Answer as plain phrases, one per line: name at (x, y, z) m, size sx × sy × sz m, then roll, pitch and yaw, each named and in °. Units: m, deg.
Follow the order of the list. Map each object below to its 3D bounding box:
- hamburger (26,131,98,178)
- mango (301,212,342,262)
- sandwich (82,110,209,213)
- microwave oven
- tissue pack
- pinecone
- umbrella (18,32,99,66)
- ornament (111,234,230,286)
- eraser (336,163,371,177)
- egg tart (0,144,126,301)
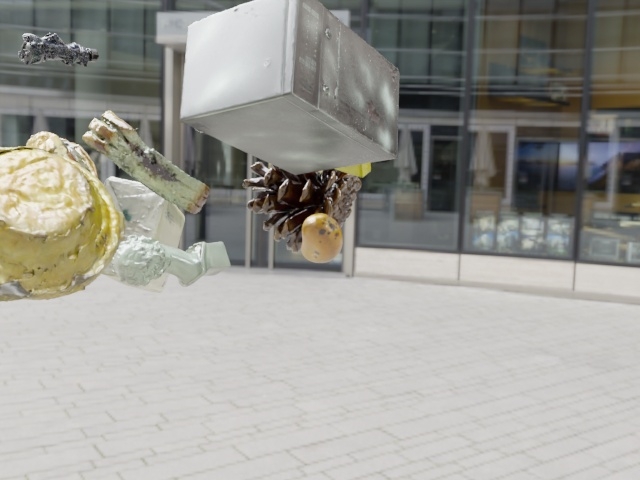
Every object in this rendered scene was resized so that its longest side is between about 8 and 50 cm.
hamburger at (-0.719, -0.146, 1.927) m, size 0.209 × 0.329 × 0.162 m, roll -8°, pitch -11°, yaw 38°
mango at (0.003, 0.001, 1.830) m, size 0.115 × 0.178 × 0.090 m, roll 25°, pitch 51°, yaw 16°
sandwich at (-0.434, -0.191, 1.708) m, size 0.289 × 0.099 × 0.254 m, roll 35°, pitch -7°, yaw 12°
microwave oven at (-0.060, -0.333, 1.572) m, size 0.375 × 0.236 × 0.432 m, roll -6°, pitch -15°, yaw 33°
tissue pack at (-0.573, -0.005, 2.138) m, size 0.207 × 0.296 × 0.380 m, roll 13°, pitch -8°, yaw 0°
pinecone at (-0.071, -0.145, 2.149) m, size 0.385 × 0.384 × 0.384 m, roll 2°, pitch 5°, yaw 0°
umbrella at (-0.678, -0.496, 1.779) m, size 0.071 × 0.080 × 0.224 m, roll 43°, pitch 28°, yaw 20°
ornament at (-0.352, 0.052, 1.639) m, size 0.285 × 0.120 × 0.130 m, roll 2°, pitch -26°, yaw -30°
eraser at (0.080, -0.236, 1.801) m, size 0.097 × 0.122 × 0.045 m, roll 22°, pitch 48°, yaw 32°
egg tart at (-0.494, -0.051, 1.157) m, size 0.342 × 0.341 × 0.132 m, roll -3°, pitch -30°, yaw -40°
